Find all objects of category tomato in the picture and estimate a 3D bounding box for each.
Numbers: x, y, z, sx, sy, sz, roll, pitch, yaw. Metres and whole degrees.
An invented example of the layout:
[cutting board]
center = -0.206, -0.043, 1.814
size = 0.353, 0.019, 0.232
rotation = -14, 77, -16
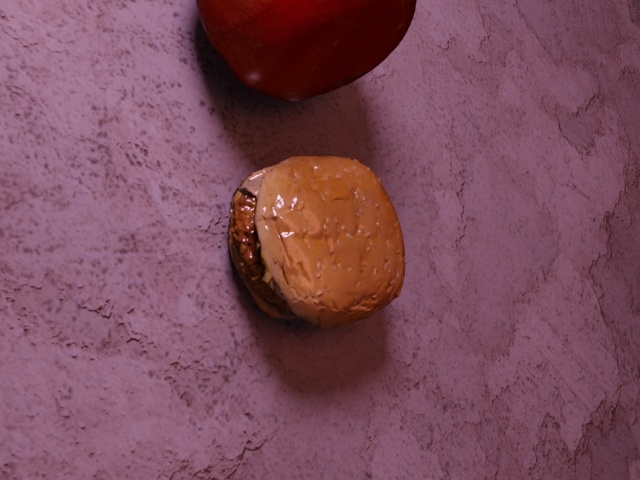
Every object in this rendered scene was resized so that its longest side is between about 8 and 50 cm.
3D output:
[tomato]
center = -0.019, -0.374, 1.205
size = 0.325, 0.290, 0.293
rotation = -11, 78, -42

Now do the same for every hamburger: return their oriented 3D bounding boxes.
[hamburger]
center = 0.001, 0.001, 1.211
size = 0.283, 0.145, 0.259
rotation = -18, 92, -39
